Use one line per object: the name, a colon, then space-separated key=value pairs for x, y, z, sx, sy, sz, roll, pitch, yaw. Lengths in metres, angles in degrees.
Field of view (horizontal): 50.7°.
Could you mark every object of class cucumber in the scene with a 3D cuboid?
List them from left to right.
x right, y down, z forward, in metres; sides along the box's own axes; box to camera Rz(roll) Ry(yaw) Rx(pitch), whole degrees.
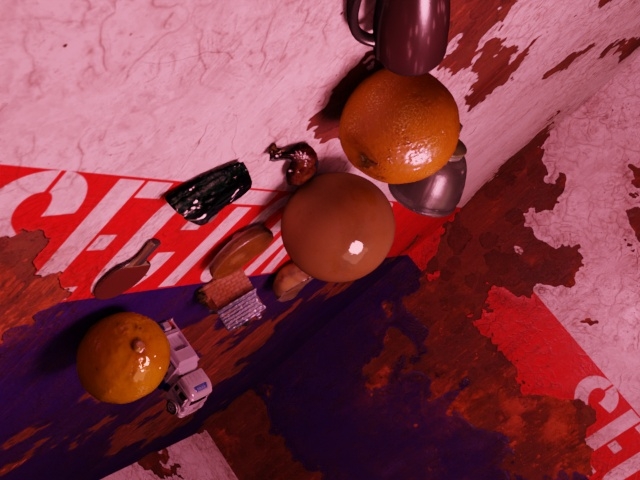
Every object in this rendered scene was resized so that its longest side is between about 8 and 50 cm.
cucumber: x=-0.234 y=-0.093 z=1.455 sx=0.193 sy=0.086 sz=0.115 roll=-38 pitch=165 yaw=-25

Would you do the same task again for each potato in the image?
potato: x=-0.117 y=0.148 z=2.409 sx=0.138 sy=0.098 sz=0.243 roll=-23 pitch=166 yaw=-35

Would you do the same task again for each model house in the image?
model house: x=-0.264 y=0.200 z=2.077 sx=0.166 sy=0.172 sz=0.183 roll=-35 pitch=166 yaw=-14

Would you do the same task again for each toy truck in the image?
toy truck: x=-0.438 y=0.384 z=2.043 sx=0.124 sy=0.268 sz=0.155 roll=-18 pitch=154 yaw=-53

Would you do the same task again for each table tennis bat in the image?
table tennis bat: x=-0.442 y=0.069 z=1.565 sx=0.220 sy=0.019 sz=0.130 roll=-43 pitch=164 yaw=26

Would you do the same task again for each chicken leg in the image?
chicken leg: x=-0.059 y=-0.188 z=1.620 sx=0.106 sy=0.051 sz=0.253 roll=-33 pitch=163 yaw=4

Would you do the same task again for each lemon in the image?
lemon: x=-0.500 y=0.297 z=1.716 sx=0.263 sy=0.236 sz=0.236 roll=-11 pitch=-177 yaw=35

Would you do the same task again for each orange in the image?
orange: x=0.178 y=-0.257 z=1.525 sx=0.274 sy=0.274 sz=0.274 roll=-35 pitch=165 yaw=-11

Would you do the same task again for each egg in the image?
egg: x=0.055 y=-0.037 z=1.839 sx=0.301 sy=0.301 sz=0.374 roll=-44 pitch=165 yaw=25

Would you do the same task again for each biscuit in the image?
biscuit: x=-0.226 y=0.028 z=1.879 sx=0.208 sy=0.049 sz=0.181 roll=-37 pitch=165 yaw=-5

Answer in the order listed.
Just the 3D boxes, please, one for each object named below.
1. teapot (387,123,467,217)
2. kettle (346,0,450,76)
teapot: x=0.391 y=-0.238 z=2.167 sx=0.322 sy=0.239 sz=0.239 roll=-18 pitch=143 yaw=-39
kettle: x=0.148 y=-0.430 z=1.250 sx=0.202 sy=0.144 sz=0.232 roll=-6 pitch=157 yaw=3
